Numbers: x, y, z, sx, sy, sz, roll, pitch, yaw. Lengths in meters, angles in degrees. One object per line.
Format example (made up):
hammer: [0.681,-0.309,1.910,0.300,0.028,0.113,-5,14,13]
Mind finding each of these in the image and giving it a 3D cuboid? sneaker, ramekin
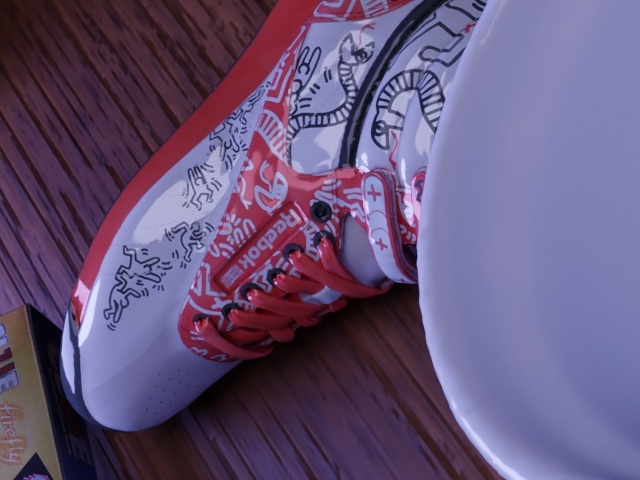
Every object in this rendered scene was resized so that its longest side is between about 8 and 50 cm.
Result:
sneaker: [0.000,-0.001,0.637,0.145,0.090,0.270,40,99,40]
ramekin: [0.167,-0.029,0.443,0.277,0.135,0.277,-38,37,37]

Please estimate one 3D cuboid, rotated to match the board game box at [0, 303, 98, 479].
board game box: [-0.177,0.169,0.710,0.165,0.042,0.243,-24,58,9]
